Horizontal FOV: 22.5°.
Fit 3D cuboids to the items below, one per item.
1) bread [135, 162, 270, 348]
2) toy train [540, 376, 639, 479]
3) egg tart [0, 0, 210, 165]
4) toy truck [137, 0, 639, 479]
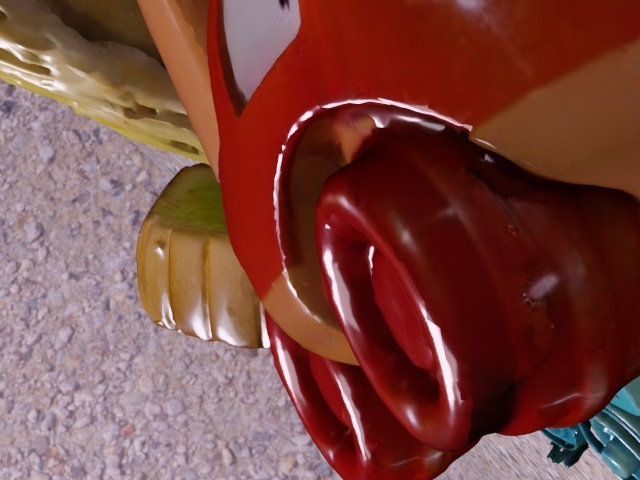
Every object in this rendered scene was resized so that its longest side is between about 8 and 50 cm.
[{"bbox_3d":[0.000,0.000,0.946,0.236,0.236,0.070,-150,54,-64],"label":"bread"},{"bbox_3d":[0.134,0.027,0.761,0.163,0.112,0.203,54,168,-22],"label":"toy train"},{"bbox_3d":[-0.096,-0.132,0.844,0.345,0.132,0.345,24,-176,-2],"label":"egg tart"},{"bbox_3d":[0.044,-0.070,0.457,0.239,0.189,0.265,64,163,7],"label":"toy truck"}]
